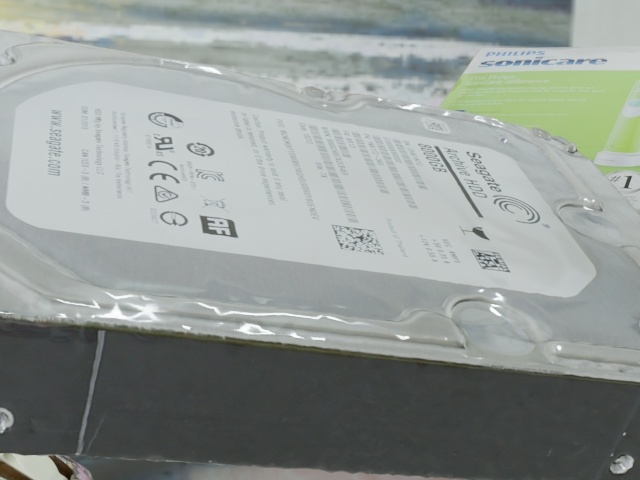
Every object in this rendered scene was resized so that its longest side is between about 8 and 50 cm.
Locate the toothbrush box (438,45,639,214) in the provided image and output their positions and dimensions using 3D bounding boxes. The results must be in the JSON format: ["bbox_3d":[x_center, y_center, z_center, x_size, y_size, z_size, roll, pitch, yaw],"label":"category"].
[{"bbox_3d":[0.195,-0.052,0.851,0.206,0.122,0.283,4,35,25],"label":"toothbrush box"}]

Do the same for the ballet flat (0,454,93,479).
[{"bbox_3d":[-0.349,0.234,1.149,0.221,0.077,0.079,26,-30,3],"label":"ballet flat"}]

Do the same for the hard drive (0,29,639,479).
[{"bbox_3d":[0.000,0.000,0.455,0.338,0.064,0.237,9,30,-18],"label":"hard drive"}]
